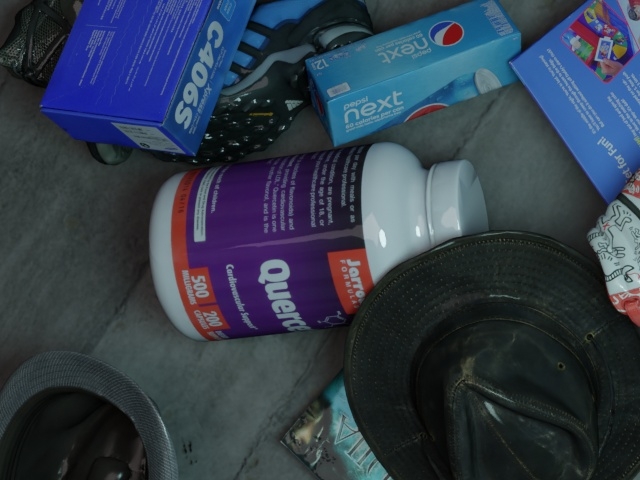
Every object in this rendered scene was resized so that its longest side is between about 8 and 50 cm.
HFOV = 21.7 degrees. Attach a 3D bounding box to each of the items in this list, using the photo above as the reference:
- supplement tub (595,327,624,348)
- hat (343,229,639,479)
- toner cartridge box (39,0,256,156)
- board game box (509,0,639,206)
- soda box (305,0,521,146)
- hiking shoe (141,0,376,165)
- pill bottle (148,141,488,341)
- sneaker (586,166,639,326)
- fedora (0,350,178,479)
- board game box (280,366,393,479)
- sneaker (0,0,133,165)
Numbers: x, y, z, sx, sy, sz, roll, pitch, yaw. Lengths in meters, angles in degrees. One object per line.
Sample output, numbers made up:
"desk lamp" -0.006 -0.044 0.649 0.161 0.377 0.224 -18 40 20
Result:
"supplement tub" 0.262 0.079 1.639 0.107 0.071 0.071 5 87 -3
"hat" 0.171 0.165 1.573 0.331 0.134 0.331 3 116 6
"toner cartridge box" -0.153 -0.265 1.757 0.165 0.075 0.348 10 71 30
"board game box" 0.371 -0.105 1.590 0.233 0.078 0.347 -39 65 18
"soda box" 0.096 -0.172 1.683 0.210 0.071 0.067 -20 52 -8
"hiking shoe" -0.070 -0.180 1.790 0.304 0.113 0.132 -21 52 20
"pill bottle" 0.000 0.000 1.694 0.322 0.181 0.182 -7 83 19
"sneaker" 0.352 0.047 1.479 0.145 0.090 0.270 -47 60 16
"fedora" -0.240 0.248 1.786 0.243 0.124 0.276 15 99 22
"board game box" 0.064 0.226 1.736 0.186 0.026 0.126 42 99 17
"sneaker" -0.284 -0.175 1.859 0.130 0.087 0.228 -23 75 18
